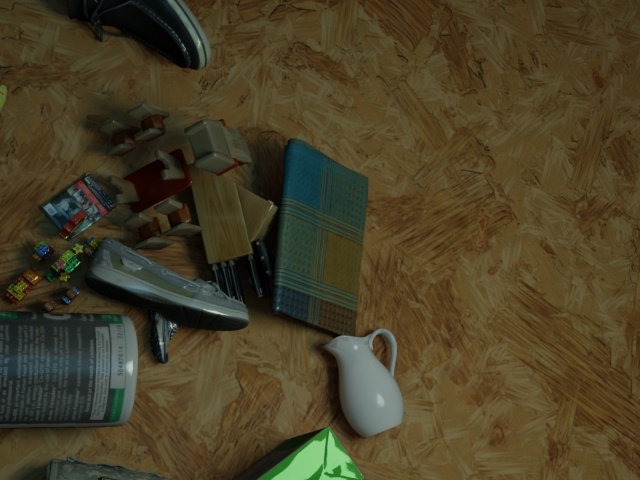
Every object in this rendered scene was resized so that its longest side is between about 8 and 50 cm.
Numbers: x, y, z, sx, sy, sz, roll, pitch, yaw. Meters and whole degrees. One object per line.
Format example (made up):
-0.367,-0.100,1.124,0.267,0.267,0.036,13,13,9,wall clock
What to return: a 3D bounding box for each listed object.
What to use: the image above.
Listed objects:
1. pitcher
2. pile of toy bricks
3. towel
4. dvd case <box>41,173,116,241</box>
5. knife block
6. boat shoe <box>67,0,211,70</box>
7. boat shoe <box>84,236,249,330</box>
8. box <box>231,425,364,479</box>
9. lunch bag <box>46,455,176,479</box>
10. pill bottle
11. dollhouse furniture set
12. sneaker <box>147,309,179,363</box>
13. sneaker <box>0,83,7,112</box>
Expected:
0.112,0.289,1.917,0.177,0.125,0.207,-13,75,-34,pitcher
-0.485,0.044,1.732,0.118,0.105,0.212,42,69,-6,pile of toy bricks
0.000,0.000,1.934,0.271,0.040,0.370,26,64,-47,towel
-0.476,-0.066,1.829,0.119,0.013,0.087,-42,93,-28,dvd case
-0.196,0.005,1.876,0.275,0.088,0.242,30,89,14,knife block
-0.441,-0.498,1.885,0.500,0.187,0.156,38,69,-3,boat shoe
-0.282,0.088,1.765,0.320,0.118,0.103,18,66,-5,boat shoe
-0.087,0.478,1.710,0.262,0.231,0.127,-32,88,-27,box
-0.382,0.528,1.610,0.235,0.169,0.287,13,62,-16,lunch bag
-0.516,0.225,1.619,0.360,0.204,0.204,4,73,-23,pill bottle
-0.281,-0.139,1.825,0.135,0.259,0.262,7,62,-64,dollhouse furniture set
-0.301,0.173,1.812,0.058,0.052,0.135,1,75,-27,sneaker
-0.699,-0.310,1.778,0.208,0.081,0.094,33,57,-18,sneaker
